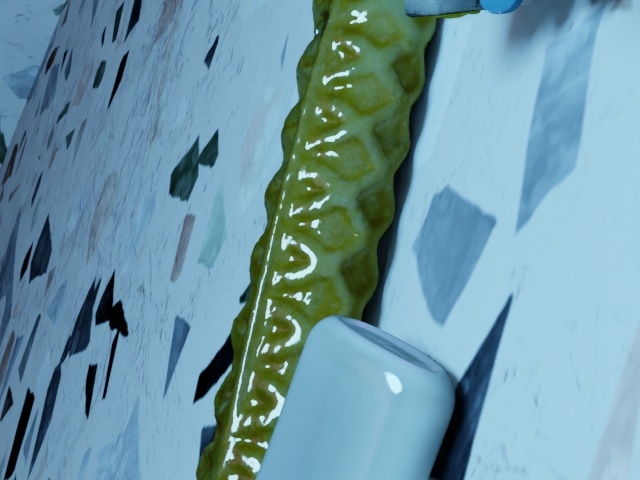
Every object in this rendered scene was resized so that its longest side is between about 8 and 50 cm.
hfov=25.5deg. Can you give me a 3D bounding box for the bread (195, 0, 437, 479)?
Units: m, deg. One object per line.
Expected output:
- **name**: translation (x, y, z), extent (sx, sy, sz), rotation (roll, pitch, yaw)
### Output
- **bread**: translation (0.000, 0.000, 0.846), extent (0.077, 0.084, 0.367), rotation (42, -120, -64)

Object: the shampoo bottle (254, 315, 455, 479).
- **shampoo bottle**: translation (-0.003, 0.154, 0.728), extent (0.108, 0.051, 0.220), rotation (29, 101, 51)

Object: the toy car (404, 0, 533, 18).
- **toy car**: translation (0.110, -0.179, 0.700), extent (0.161, 0.098, 0.126), rotation (2, 103, 43)
